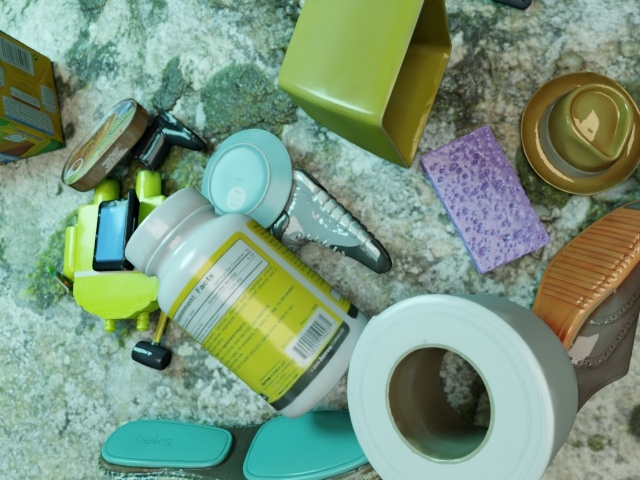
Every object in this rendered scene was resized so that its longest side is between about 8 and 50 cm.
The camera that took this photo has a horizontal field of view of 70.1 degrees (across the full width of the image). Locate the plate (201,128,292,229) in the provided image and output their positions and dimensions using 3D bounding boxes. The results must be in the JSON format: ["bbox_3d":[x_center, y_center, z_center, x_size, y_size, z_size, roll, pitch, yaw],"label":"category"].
[{"bbox_3d":[-0.131,-0.097,0.756,0.188,0.024,0.188,-5,80,26],"label":"plate"}]

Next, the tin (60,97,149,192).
[{"bbox_3d":[-0.373,-0.165,0.794,0.190,0.040,0.106,-47,44,1],"label":"tin"}]

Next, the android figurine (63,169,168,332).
[{"bbox_3d":[-0.331,0.020,0.783,0.248,0.056,0.273,-7,79,11],"label":"android figurine"}]

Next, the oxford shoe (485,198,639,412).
[{"bbox_3d":[0.393,0.109,0.662,0.132,0.130,0.364,31,99,-8],"label":"oxford shoe"}]

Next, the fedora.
[{"bbox_3d":[0.402,-0.167,0.681,0.194,0.079,0.195,0,88,8],"label":"fedora"}]

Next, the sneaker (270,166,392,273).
[{"bbox_3d":[0.000,0.000,0.739,0.132,0.086,0.229,-47,72,9],"label":"sneaker"}]

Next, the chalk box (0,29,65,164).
[{"bbox_3d":[-0.641,-0.231,0.793,0.288,0.180,0.179,-14,85,9],"label":"chalk box"}]

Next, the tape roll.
[{"bbox_3d":[0.178,0.190,0.579,0.246,0.169,0.246,-4,83,36],"label":"tape roll"}]

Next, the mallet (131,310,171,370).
[{"bbox_3d":[-0.280,0.126,0.795,0.062,0.039,0.190,7,83,12],"label":"mallet"}]

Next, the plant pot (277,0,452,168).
[{"bbox_3d":[0.064,-0.255,0.684,0.187,0.212,0.212,20,90,22],"label":"plant pot"}]

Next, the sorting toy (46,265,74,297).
[{"bbox_3d":[-0.452,0.070,0.800,0.012,0.083,0.062,-40,80,-20],"label":"sorting toy"}]

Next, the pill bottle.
[{"bbox_3d":[-0.108,0.082,0.671,0.334,0.188,0.188,41,94,0],"label":"pill bottle"}]

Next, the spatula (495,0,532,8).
[{"bbox_3d":[0.201,-0.432,0.749,0.296,0.030,0.084,21,91,9],"label":"spatula"}]

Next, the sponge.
[{"bbox_3d":[0.257,-0.064,0.722,0.117,0.031,0.210,-27,83,6],"label":"sponge"}]

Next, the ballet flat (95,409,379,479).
[{"bbox_3d":[-0.114,0.369,0.712,0.482,0.164,0.182,-8,108,14],"label":"ballet flat"}]

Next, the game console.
[{"bbox_3d":[-0.331,-0.015,0.727,0.071,0.107,0.122,3,79,-16],"label":"game console"}]

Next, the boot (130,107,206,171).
[{"bbox_3d":[-0.270,-0.164,0.800,0.121,0.045,0.099,38,91,16],"label":"boot"}]
